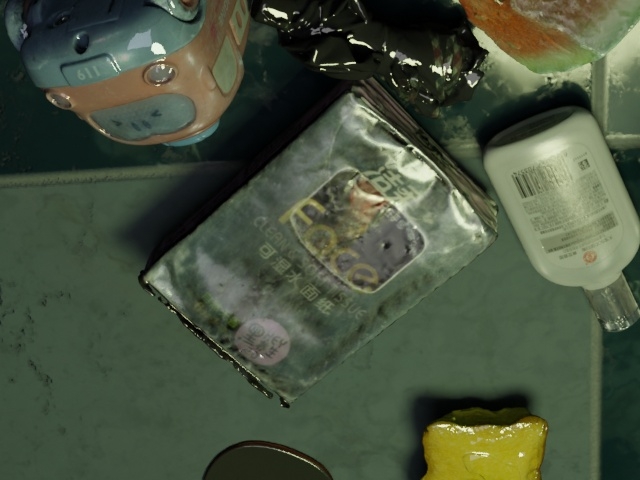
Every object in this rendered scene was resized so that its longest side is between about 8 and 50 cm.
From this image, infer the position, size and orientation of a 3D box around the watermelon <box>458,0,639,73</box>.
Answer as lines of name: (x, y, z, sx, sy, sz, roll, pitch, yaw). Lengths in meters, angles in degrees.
watermelon: (0.223, -0.300, 1.733, 0.256, 0.140, 0.193, 36, 106, -9)

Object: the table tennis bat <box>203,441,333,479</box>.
table tennis bat: (-0.025, 0.357, 2.149, 0.274, 0.021, 0.154, 24, 117, -10)

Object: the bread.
bread: (0.207, 0.304, 2.081, 0.161, 0.088, 0.233, 5, 122, 4)

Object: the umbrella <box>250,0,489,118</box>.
umbrella: (0.052, -0.215, 1.748, 0.272, 0.122, 0.110, 17, 161, -25)

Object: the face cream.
face cream: (0.307, -0.018, 1.902, 0.144, 0.071, 0.291, -24, 116, 15)

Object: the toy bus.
toy bus: (-0.172, -0.223, 1.677, 0.197, 0.294, 0.232, -12, 132, 23)

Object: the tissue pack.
tissue pack: (0.000, 0.000, 1.891, 0.361, 0.122, 0.259, -39, 109, 22)
